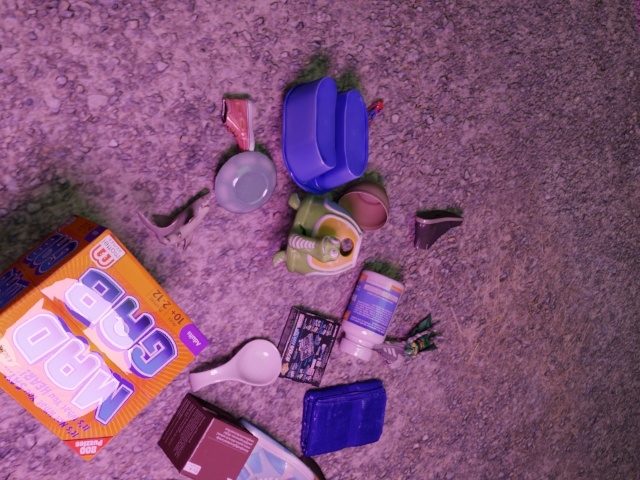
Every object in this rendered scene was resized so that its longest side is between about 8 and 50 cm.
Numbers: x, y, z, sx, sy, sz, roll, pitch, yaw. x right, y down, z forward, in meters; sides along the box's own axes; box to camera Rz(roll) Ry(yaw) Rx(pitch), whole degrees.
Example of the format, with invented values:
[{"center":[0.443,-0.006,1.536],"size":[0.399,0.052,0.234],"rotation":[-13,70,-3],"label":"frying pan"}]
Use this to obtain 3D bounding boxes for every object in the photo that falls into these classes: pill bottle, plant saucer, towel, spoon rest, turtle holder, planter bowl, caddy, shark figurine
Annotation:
[{"center":[0.157,0.245,1.976],"size":[0.152,0.152,0.271],"rotation":[27,83,-32],"label":"pill bottle"},{"center":[-0.202,-0.155,1.722],"size":[0.195,0.037,0.194],"rotation":[-17,126,-24],"label":"plant saucer"},{"center":[0.083,0.593,2.026],"size":[0.308,0.076,0.227],"rotation":[0,96,-32],"label":"towel"},{"center":[-0.238,0.376,1.777],"size":[0.277,0.084,0.137],"rotation":[-12,80,-29],"label":"spoon rest"},{"center":[0.005,-0.015,1.732],"size":[0.228,0.320,0.243],"rotation":[16,69,3],"label":"turtle holder"},{"center":[0.148,-0.124,1.928],"size":[0.162,0.162,0.109],"rotation":[51,43,-27],"label":"planter bowl"},{"center":[0.004,-0.307,1.779],"size":[0.241,0.179,0.341],"rotation":[14,73,-43],"label":"caddy"},{"center":[-0.402,-0.041,1.598],"size":[0.116,0.278,0.166],"rotation":[32,113,5],"label":"shark figurine"}]

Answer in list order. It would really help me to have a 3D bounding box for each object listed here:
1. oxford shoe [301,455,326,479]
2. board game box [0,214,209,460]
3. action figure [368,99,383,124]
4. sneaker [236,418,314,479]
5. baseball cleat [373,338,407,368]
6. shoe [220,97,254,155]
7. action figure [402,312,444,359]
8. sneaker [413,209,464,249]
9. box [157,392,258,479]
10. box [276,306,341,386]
[{"center":[-0.019,0.797,1.999],"size":[0.076,0.076,0.212],"rotation":[-27,107,8],"label":"oxford shoe"},{"center":[-0.551,0.198,1.401],"size":[0.356,0.357,0.356],"rotation":[-44,117,-19],"label":"board game box"},{"center":[0.172,-0.414,1.961],"size":[0.115,0.030,0.038],"rotation":[-52,125,-21],"label":"action figure"},{"center":[-0.180,0.708,1.852],"size":[0.319,0.127,0.208],"rotation":[42,73,-19],"label":"sneaker"},{"center":[0.229,0.387,2.089],"size":[0.206,0.072,0.109],"rotation":[9,92,-32],"label":"baseball cleat"},{"center":[-0.234,-0.310,1.704],"size":[0.081,0.063,0.177],"rotation":[-3,94,-30],"label":"shoe"},{"center":[0.356,0.355,2.132],"size":[0.232,0.064,0.137],"rotation":[-21,97,-49],"label":"action figure"},{"center":[0.409,-0.037,2.147],"size":[0.222,0.083,0.118],"rotation":[-6,116,-35],"label":"sneaker"},{"center":[-0.316,0.560,1.695],"size":[0.168,0.203,0.167],"rotation":[38,77,-31],"label":"box"},{"center":[-0.047,0.338,1.920],"size":[0.175,0.051,0.220],"rotation":[22,85,-32],"label":"box"}]
